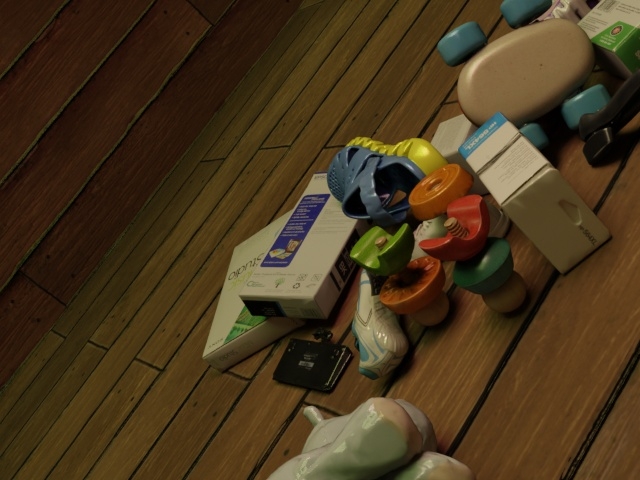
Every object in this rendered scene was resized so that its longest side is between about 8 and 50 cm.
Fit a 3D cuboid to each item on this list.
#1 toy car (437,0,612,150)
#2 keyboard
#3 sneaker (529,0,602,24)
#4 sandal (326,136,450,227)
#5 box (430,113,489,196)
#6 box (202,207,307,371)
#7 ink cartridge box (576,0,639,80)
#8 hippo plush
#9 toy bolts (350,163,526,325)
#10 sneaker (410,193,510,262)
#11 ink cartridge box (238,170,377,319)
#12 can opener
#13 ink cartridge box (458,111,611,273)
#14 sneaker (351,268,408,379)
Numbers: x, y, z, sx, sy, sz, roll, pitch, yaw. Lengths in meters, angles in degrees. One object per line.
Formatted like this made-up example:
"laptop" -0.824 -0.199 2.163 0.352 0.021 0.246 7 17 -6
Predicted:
"toy car" 0.318 -0.246 1.451 0.210 0.219 0.238 -31 -5 9
"keyboard" -0.009 0.191 1.505 0.180 0.023 0.108 -2 57 58
"sneaker" 0.394 -0.360 1.589 0.236 0.095 0.104 -40 18 7
"sandal" 0.080 -0.089 1.501 0.138 0.126 0.317 -43 15 -17
"box" 0.237 -0.137 1.485 0.087 0.101 0.102 -17 38 50
"box" -0.103 0.081 1.785 0.232 0.058 0.322 -33 30 31
"ink cartridge box" 0.502 -0.345 1.373 0.208 0.087 0.153 -45 24 10
"hippo plush" 0.046 0.306 1.079 0.294 0.234 0.236 -27 -3 10
"toy bolts" 0.194 0.016 1.272 0.218 0.158 0.228 -47 20 -20
"sneaker" 0.183 -0.025 1.416 0.212 0.094 0.080 -23 35 45
"ink cartridge box" 0.000 0.000 1.653 0.165 0.065 0.332 -1 44 36
"can opener" 0.410 -0.177 1.250 0.186 0.059 0.073 118 136 -57
"ink cartridge box" 0.284 -0.069 1.244 0.086 0.148 0.203 -41 24 13
"sneaker" 0.081 0.116 1.393 0.086 0.085 0.237 -46 19 24
